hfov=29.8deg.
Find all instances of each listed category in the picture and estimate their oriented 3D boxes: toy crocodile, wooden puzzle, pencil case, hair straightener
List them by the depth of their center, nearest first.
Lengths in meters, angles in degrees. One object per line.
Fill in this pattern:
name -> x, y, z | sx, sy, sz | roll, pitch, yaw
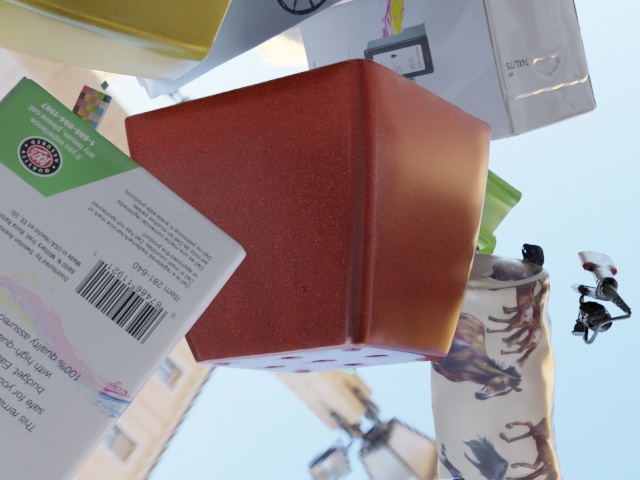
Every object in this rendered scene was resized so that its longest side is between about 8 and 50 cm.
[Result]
hair straightener -> 0.306, 0.070, 1.315 | 0.230, 0.047, 0.089 | -74, 175, -81
pencil case -> 0.199, 0.212, 1.382 | 0.160, 0.410, 0.183 | -5, -168, 13
toy crocodile -> 0.116, 0.038, 1.524 | 0.340, 0.115, 0.105 | -42, -157, 25
wooden puzzle -> -0.303, -0.174, 1.586 | 0.049, 0.006, 0.083 | 25, -90, 28

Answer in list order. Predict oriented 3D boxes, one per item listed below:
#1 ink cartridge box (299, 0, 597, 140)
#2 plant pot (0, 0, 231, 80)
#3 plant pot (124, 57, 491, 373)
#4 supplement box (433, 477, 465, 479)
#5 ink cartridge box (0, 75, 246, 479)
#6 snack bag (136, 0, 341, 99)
ink cartridge box -> 0.152, -0.212, 1.443 | 0.270, 0.197, 0.198 | -7, -172, 42
plant pot -> -0.169, -0.245, 1.024 | 0.212, 0.187, 0.212 | -68, -163, -8
plant pot -> 0.000, 0.000, 1.141 | 0.267, 0.267, 0.235 | -10, -103, 30
supplement box -> 0.081, 0.259, 0.975 | 0.081, 0.104, 0.188 | -33, 178, -21
ink cartridge box -> -0.220, 0.060, 0.849 | 0.278, 0.201, 0.117 | -53, -175, -19
snack bag -> -0.099, -0.353, 1.198 | 0.343, 0.323, 0.037 | -26, -158, 5
